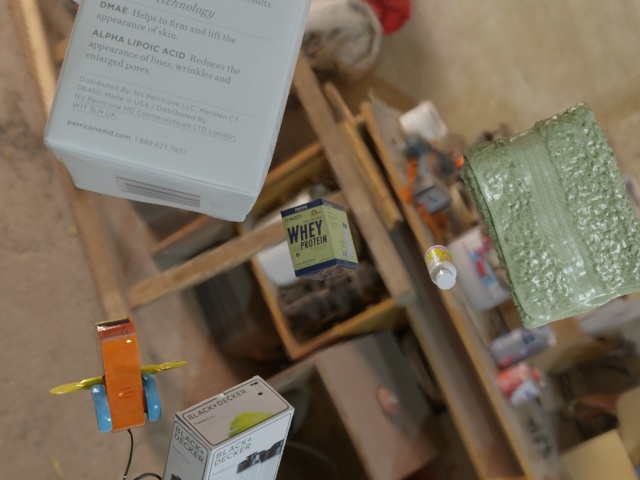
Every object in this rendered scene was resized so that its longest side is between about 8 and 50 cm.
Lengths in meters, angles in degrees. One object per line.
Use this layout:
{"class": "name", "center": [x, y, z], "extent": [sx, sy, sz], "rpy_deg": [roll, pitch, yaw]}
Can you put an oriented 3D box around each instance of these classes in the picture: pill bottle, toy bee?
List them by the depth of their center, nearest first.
{"class": "toy bee", "center": [-0.310, 0.231, 1.731], "extent": [0.195, 0.298, 0.162], "rpy_deg": [9, 20, -24]}
{"class": "pill bottle", "center": [0.197, 0.045, 1.873], "extent": [0.043, 0.043, 0.083], "rpy_deg": [48, 15, -26]}

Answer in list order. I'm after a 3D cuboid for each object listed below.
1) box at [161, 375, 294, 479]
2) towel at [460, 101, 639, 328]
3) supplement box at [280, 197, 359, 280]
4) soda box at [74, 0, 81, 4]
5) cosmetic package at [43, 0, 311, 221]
{"class": "box", "center": [-0.153, 0.361, 1.744], "extent": [0.169, 0.290, 0.087], "rpy_deg": [-20, 46, -42]}
{"class": "towel", "center": [0.172, -0.016, 0.828], "extent": [0.027, 0.110, 0.148], "rpy_deg": [-99, 166, -76]}
{"class": "supplement box", "center": [0.000, 0.000, 1.399], "extent": [0.083, 0.056, 0.083], "rpy_deg": [15, 60, -68]}
{"class": "soda box", "center": [-0.208, -0.255, 1.063], "extent": [0.216, 0.074, 0.069], "rpy_deg": [34, 11, -22]}
{"class": "cosmetic package", "center": [-0.078, -0.221, 0.878], "extent": [0.217, 0.156, 0.385], "rpy_deg": [141, -38, -81]}
